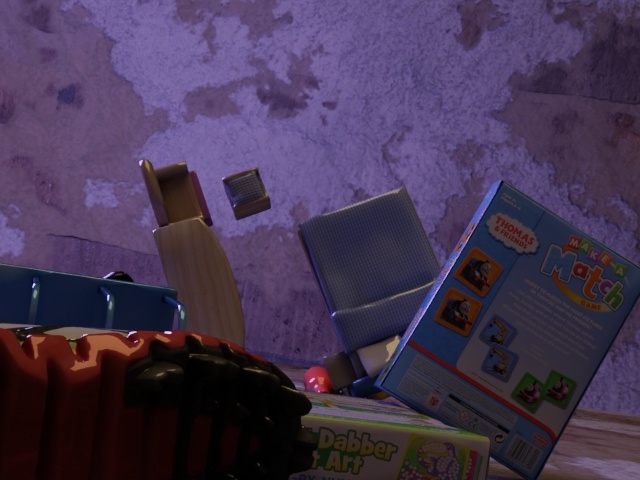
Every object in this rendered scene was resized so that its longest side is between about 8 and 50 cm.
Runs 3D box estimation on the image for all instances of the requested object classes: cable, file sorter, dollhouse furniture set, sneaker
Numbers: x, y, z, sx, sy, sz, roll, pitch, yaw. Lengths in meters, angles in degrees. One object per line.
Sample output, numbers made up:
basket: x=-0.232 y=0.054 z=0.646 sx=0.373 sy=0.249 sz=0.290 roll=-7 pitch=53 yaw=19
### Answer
cable: x=0.020 y=0.169 z=1.187 sx=0.139 sy=0.072 sz=0.287 roll=3 pitch=-4 yaw=1
file sorter: x=-0.166 y=0.076 z=0.601 sx=0.170 sy=0.118 sz=0.104 roll=9 pitch=-1 yaw=-15
dollhouse furniture set: x=0.000 y=0.000 z=1.063 sx=0.303 sy=0.287 sz=0.198 roll=-17 pitch=-20 yaw=-6
sneaker: x=-0.126 y=0.081 z=0.493 sx=0.276 sy=0.098 sz=0.135 roll=10 pitch=-2 yaw=-43

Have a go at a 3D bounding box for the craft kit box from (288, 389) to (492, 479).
craft kit box: x=-0.031 y=0.143 z=0.817 sx=0.249 sy=0.061 sz=0.246 roll=9 pitch=-7 yaw=-11

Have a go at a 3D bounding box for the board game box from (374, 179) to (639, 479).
board game box: x=0.169 y=0.078 z=0.947 sx=0.160 sy=0.212 sz=0.039 roll=32 pitch=-7 yaw=-2

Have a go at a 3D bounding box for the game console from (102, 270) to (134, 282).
game console: x=-0.174 y=0.081 z=0.762 sx=0.071 sy=0.122 sz=0.107 roll=37 pitch=-22 yaw=54
